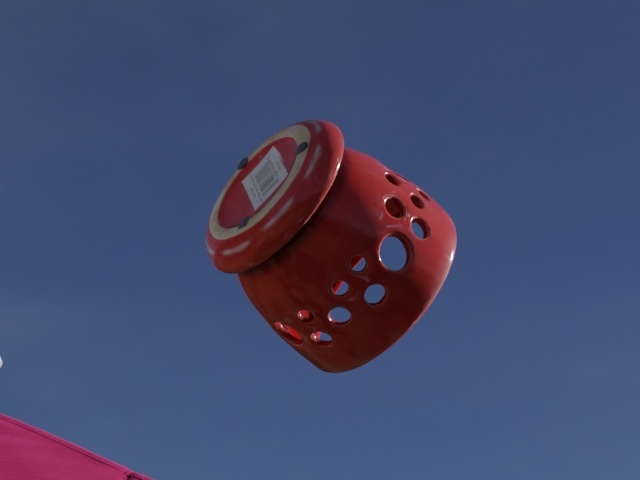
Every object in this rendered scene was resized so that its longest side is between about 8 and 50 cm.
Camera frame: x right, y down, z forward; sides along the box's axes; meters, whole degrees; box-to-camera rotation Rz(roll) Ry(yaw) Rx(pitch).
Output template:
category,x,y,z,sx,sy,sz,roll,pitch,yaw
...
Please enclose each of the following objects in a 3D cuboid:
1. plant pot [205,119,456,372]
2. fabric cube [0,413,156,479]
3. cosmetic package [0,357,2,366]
category,x,y,z,sx,sy,sz,roll,pitch,yaw
plant pot,0.000,0.000,1.800,0.174,0.191,0.191,38,-34,-23
fabric cube,-0.200,0.296,1.255,0.259,0.254,0.258,21,17,13
cosmetic package,-0.481,-0.061,1.794,0.161,0.230,0.453,-30,-66,-5
